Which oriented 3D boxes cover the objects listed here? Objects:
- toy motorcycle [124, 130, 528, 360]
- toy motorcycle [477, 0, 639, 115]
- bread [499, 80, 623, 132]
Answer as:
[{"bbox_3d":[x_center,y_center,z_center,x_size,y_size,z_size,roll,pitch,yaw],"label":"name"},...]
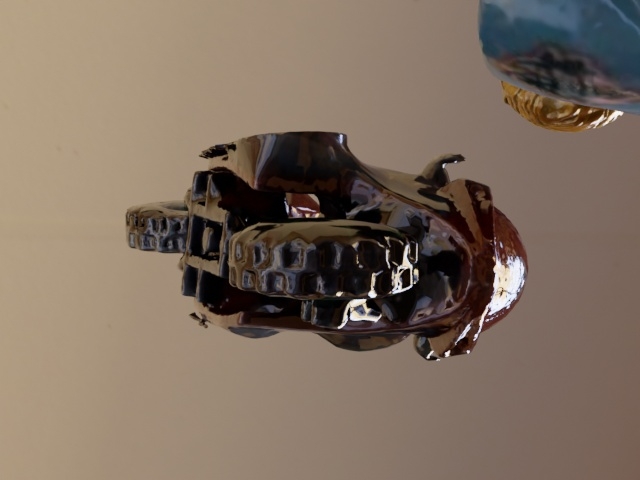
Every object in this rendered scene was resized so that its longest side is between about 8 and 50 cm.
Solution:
[{"bbox_3d":[0.000,-0.001,0.590,0.122,0.213,0.082,8,-87,-22],"label":"toy motorcycle"},{"bbox_3d":[0.130,-0.204,0.619,0.232,0.416,0.172,-24,-31,1],"label":"toy motorcycle"},{"bbox_3d":[0.154,-0.116,0.904,0.111,0.083,0.044,-66,-30,-19],"label":"bread"}]
